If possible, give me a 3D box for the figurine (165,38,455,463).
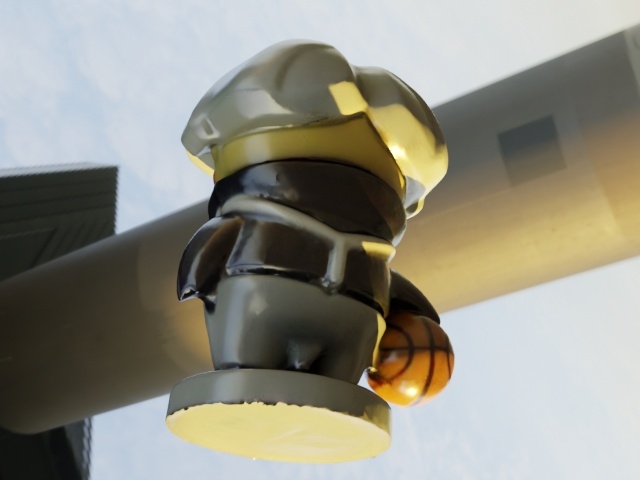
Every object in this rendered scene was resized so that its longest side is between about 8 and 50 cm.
[{"bbox_3d":[0.000,0.000,0.517,0.176,0.133,0.236,18,-120,-27],"label":"figurine"}]
